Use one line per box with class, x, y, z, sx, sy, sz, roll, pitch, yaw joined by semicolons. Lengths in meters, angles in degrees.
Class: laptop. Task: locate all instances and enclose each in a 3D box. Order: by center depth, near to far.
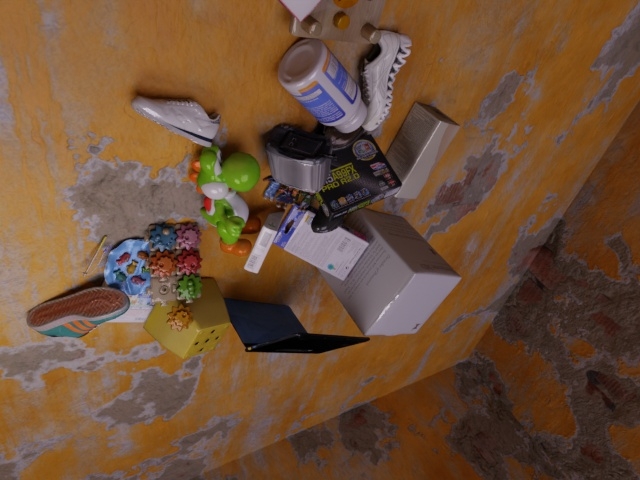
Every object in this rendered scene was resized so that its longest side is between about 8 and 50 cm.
laptop;-0.103;0.291;1.742;0.407;0.237;0.381;-24;154;37

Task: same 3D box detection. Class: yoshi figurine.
yoshi figurine;-0.242;-0.122;1.392;0.202;0.203;0.363;-31;141;-20

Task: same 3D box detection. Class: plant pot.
plant pot;-0.435;0.275;1.609;0.212;0.187;0.212;-3;132;-55

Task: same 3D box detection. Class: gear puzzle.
gear puzzle;-0.442;0.116;1.441;0.175;0.044;0.340;-3;95;-35

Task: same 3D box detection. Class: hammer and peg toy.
hammer and peg toy;0.067;-0.663;1.116;0.265;0.127;0.362;-9;134;-29

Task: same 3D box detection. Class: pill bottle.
pill bottle;0.018;-0.417;1.312;0.152;0.152;0.272;-45;142;10

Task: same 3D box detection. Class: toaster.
toaster;-0.054;-0.238;1.403;0.147;0.226;0.129;91;20;-53

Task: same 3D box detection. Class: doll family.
doll family;-0.099;-0.166;1.547;0.192;0.076;0.111;5;131;-37

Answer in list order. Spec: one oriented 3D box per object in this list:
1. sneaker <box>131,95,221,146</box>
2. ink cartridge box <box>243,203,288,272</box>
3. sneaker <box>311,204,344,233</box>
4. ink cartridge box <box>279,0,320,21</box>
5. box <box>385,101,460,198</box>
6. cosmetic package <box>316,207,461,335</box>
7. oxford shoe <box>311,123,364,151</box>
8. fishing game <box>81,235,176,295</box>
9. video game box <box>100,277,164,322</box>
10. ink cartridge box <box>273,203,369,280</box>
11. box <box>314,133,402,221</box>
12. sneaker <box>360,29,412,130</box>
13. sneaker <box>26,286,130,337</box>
sneaker;-0.360;-0.320;1.185;0.235;0.090;0.095;16;106;-50
ink cartridge box;-0.177;-0.021;1.570;0.056;0.225;0.181;24;119;-8
sneaker;0.039;-0.146;1.603;0.286;0.108;0.130;-59;136;-31
ink cartridge box;-0.101;-0.584;0.989;0.092;0.218;0.158;-42;142;16
box;0.339;-0.314;1.679;0.121;0.148;0.311;0;131;-39
cosmetic package;0.260;0.125;1.869;0.329;0.394;0.328;9;124;-44
oxford shoe;0.042;-0.334;1.475;0.227;0.083;0.096;-30;139;-10
fishing game;-0.556;0.086;1.425;0.264;0.041;0.189;34;90;-39
video game box;-0.616;0.188;1.527;0.205;0.048;0.187;10;125;-44
ink cartridge box;0.000;0.000;1.721;0.310;0.065;0.186;27;114;-13
box;0.098;-0.209;1.536;0.269;0.217;0.060;-23;163;-17
sneaker;0.165;-0.478;1.407;0.118;0.110;0.293;4;115;-28
sneaker;-0.706;0.223;1.418;0.301;0.108;0.121;-11;146;3
